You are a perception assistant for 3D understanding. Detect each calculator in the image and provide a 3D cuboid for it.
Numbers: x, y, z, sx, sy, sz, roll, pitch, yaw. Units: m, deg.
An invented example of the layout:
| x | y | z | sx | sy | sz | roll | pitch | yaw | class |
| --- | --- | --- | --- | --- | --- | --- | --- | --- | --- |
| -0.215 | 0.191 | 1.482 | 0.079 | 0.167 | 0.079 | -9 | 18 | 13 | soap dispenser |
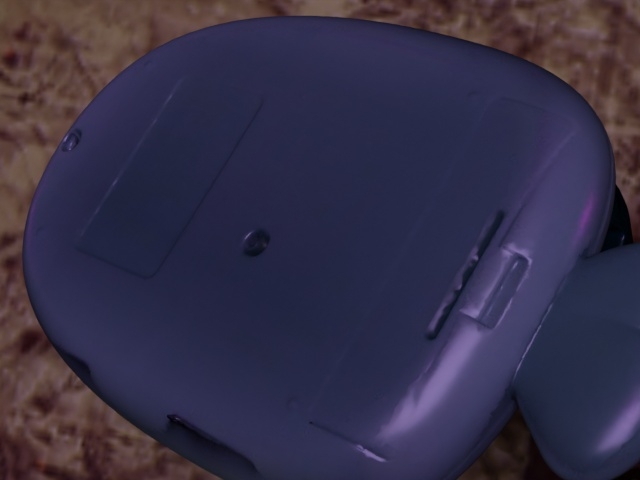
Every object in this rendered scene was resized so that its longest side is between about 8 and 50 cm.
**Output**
| x | y | z | sx | sy | sz | roll | pitch | yaw | class |
| --- | --- | --- | --- | --- | --- | --- | --- | --- | --- |
| 0.000 | 0.000 | 0.519 | 0.299 | 0.041 | 0.185 | 22 | 74 | 40 | calculator |

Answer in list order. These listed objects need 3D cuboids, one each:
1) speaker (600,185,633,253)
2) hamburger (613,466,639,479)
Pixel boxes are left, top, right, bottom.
| x | y | z | sx | sy | sz | roll | pitch | yaw | class |
| --- | --- | --- | --- | --- | --- | --- | --- | --- | --- |
| 0.080 | -0.008 | 0.551 | 0.060 | 0.075 | 0.094 | -39 | 65 | -2 | speaker |
| 0.120 | 0.155 | 0.434 | 0.189 | 0.215 | 0.122 | 42 | 92 | 14 | hamburger |
